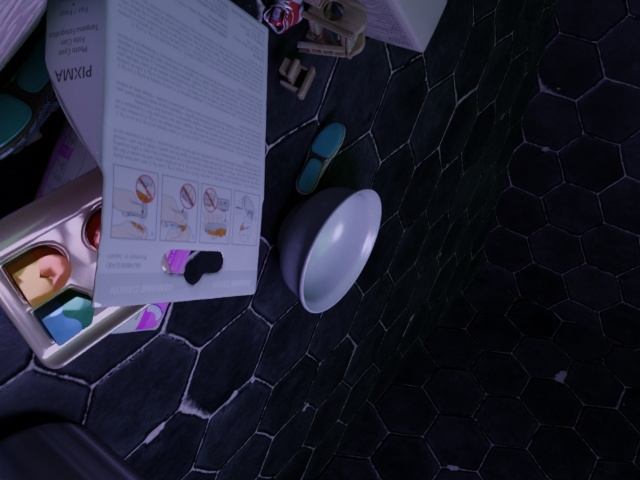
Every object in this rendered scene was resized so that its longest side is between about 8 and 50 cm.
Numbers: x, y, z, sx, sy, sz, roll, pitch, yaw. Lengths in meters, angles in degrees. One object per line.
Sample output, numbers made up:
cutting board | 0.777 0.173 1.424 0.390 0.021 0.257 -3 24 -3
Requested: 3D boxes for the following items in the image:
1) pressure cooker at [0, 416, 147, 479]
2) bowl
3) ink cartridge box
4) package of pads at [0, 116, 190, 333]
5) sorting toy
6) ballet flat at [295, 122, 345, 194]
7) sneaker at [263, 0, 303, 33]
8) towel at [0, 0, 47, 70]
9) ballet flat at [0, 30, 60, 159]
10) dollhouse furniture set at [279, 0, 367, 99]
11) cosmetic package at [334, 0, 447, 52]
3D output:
pressure cooker | -0.344 0.494 0.755 0.369 0.421 0.375 -64 155 1
bowl | 0.000 0.000 1.245 0.298 0.134 0.297 -43 148 -36
ink cartridge box | -0.178 -0.122 0.687 0.308 0.091 0.384 5 87 -66
package of pads | -0.273 -0.013 0.767 0.229 0.101 0.296 10 105 -63
sorting toy | -0.269 0.034 0.661 0.193 0.038 0.208 -38 140 -29
ballet flat | -0.005 -0.172 1.185 0.168 0.057 0.052 -59 -178 0
sneaker | -0.058 -0.379 0.882 0.067 0.042 0.118 -51 154 -30
towel | -0.317 -0.096 0.419 0.053 0.317 0.331 38 76 -25
ballet flat | -0.313 -0.144 0.618 0.188 0.070 0.070 -54 153 -11
dollhouse furniture set | 0.004 -0.314 0.917 0.160 0.101 0.182 -64 178 3
cosmetic package | 0.091 -0.451 0.957 0.113 0.160 0.309 -65 155 3
